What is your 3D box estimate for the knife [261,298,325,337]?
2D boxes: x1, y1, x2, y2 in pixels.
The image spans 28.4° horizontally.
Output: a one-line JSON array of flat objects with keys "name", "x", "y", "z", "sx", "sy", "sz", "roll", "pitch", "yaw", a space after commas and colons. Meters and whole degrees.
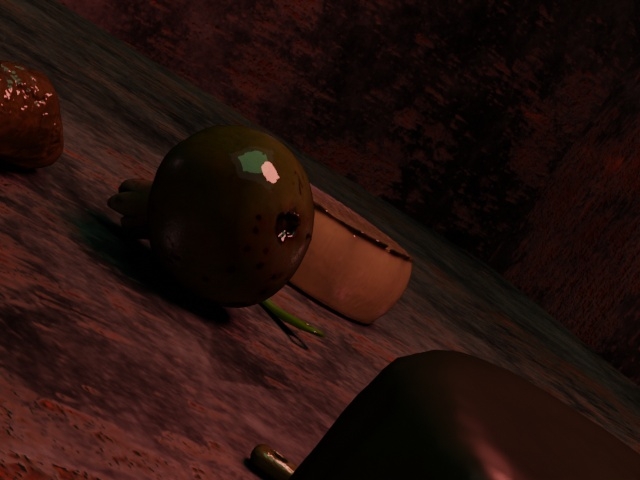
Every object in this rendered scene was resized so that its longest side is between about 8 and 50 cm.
[{"name": "knife", "x": -0.048, "y": 0.070, "z": 1.414, "sx": 0.078, "sy": 0.022, "sz": 0.166, "roll": 18, "pitch": 16, "yaw": -45}]

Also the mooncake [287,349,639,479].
[{"name": "mooncake", "x": 0.121, "y": 0.222, "z": 0.569, "sx": 0.356, "sy": 0.194, "sz": 0.356, "roll": 36, "pitch": 11, "yaw": -8}]

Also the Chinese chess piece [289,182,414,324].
[{"name": "Chinese chess piece", "x": 0.000, "y": 0.000, "z": 1.738, "sx": 0.270, "sy": 0.112, "sz": 0.270, "roll": 34, "pitch": 6, "yaw": -4}]

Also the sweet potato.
[{"name": "sweet potato", "x": -0.305, "y": -0.123, "z": 1.172, "sx": 0.341, "sy": 0.114, "sz": 0.092, "roll": 10, "pitch": 61, "yaw": -72}]

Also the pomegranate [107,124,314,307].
[{"name": "pomegranate", "x": -0.105, "y": -0.037, "z": 1.259, "sx": 0.210, "sy": 0.179, "sz": 0.179, "roll": 38, "pitch": 8, "yaw": 23}]

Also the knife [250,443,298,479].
[{"name": "knife", "x": 0.074, "y": 0.237, "z": 0.929, "sx": 0.298, "sy": 0.017, "sz": 0.047, "roll": 35, "pitch": 1, "yaw": 0}]
